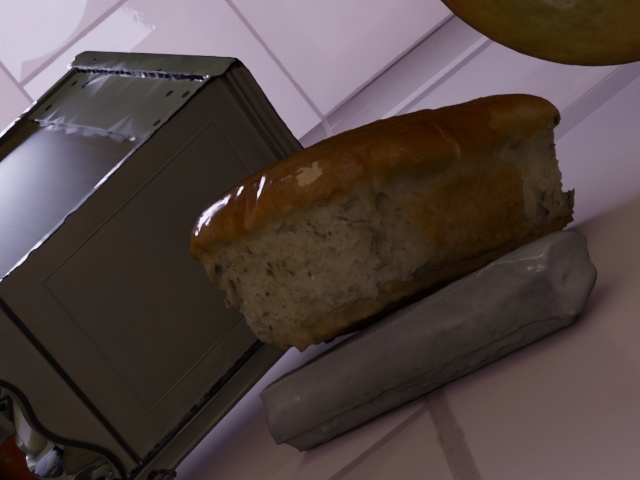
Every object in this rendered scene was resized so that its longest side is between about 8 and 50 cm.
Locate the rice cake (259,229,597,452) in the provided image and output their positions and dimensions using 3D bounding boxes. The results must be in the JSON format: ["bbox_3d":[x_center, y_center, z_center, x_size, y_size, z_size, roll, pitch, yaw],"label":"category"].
[{"bbox_3d":[0.055,0.063,0.822,0.256,0.052,0.057,-32,7,42],"label":"rice cake"}]

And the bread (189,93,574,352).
[{"bbox_3d":[0.044,-0.016,0.888,0.245,0.121,0.174,-16,-14,-40],"label":"bread"}]

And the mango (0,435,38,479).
[{"bbox_3d":[-0.271,0.186,1.399,0.146,0.129,0.289,-45,1,-18],"label":"mango"}]

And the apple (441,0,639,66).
[{"bbox_3d":[0.238,-0.329,1.096,0.384,0.374,0.374,-58,14,-20],"label":"apple"}]

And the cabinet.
[{"bbox_3d":[-0.177,0.036,1.134,0.318,0.227,0.290,-47,30,-20],"label":"cabinet"}]
